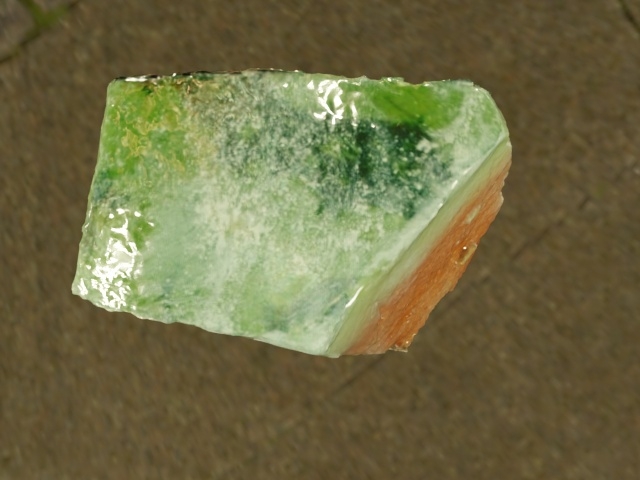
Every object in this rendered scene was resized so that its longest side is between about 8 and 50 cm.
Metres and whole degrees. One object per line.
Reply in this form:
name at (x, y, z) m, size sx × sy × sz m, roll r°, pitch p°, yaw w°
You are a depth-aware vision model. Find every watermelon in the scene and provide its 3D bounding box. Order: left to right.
watermelon at (0.000, 0.000, 1.014) m, size 0.193 × 0.257 × 0.140 m, roll 7°, pitch 82°, yaw 8°
